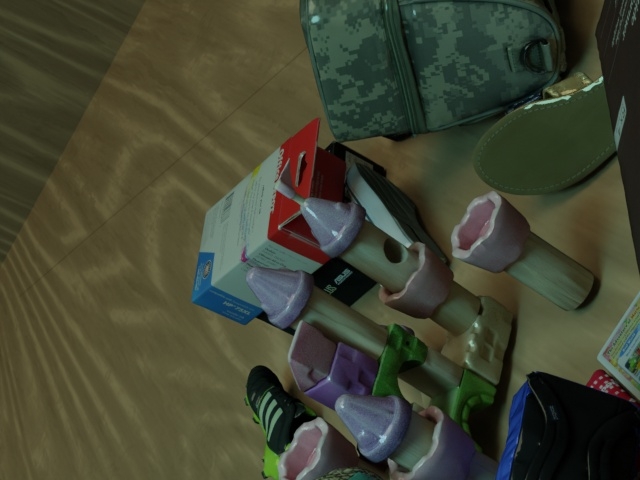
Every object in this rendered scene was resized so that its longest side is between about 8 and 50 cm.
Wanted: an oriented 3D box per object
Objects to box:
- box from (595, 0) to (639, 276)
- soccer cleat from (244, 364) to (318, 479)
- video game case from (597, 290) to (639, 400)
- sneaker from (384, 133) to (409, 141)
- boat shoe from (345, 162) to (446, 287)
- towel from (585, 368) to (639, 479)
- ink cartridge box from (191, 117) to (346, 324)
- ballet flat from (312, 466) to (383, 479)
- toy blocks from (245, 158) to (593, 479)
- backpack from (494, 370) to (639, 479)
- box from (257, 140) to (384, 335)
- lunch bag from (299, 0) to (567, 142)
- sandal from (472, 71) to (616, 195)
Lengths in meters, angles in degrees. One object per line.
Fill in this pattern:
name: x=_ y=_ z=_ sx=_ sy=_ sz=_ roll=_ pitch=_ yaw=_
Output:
box: x=0.296 y=-0.113 z=1.053 sx=0.381 sy=0.143 sz=0.191 roll=-89 pitch=4 yaw=-50
soccer cleat: x=-0.038 y=0.194 z=1.620 sx=0.072 sy=0.060 sz=0.179 roll=-43 pitch=35 yaw=19
video game case: x=0.290 y=0.058 z=1.135 sx=0.157 sy=0.019 sz=0.143 roll=-59 pitch=23 yaw=10
sneaker: x=0.110 y=-0.167 z=1.694 sx=0.161 sy=0.057 sz=0.075 roll=-19 pitch=54 yaw=61
boat shoe: x=0.061 y=-0.009 z=1.591 sx=0.076 sy=0.083 sz=0.226 roll=-54 pitch=25 yaw=15
towel: x=0.208 y=0.234 z=1.099 sx=0.199 sy=0.031 sz=0.275 roll=-56 pitch=24 yaw=12
ink cartridge box: x=-0.045 y=-0.019 z=1.629 sx=0.231 sy=0.078 sz=0.134 roll=-38 pitch=35 yaw=43
ballet flat: x=-0.013 y=0.383 z=1.183 sx=0.182 sy=0.164 sz=0.483 roll=-40 pitch=-32 yaw=-55
toy blocks: x=0.026 y=0.111 z=1.275 sx=0.309 sy=0.260 sz=0.289 roll=-34 pitch=30 yaw=50
backpack: x=0.177 y=0.176 z=1.080 sx=0.101 sy=0.098 sz=0.120 roll=101 pitch=-175 yaw=-59
box: x=0.000 y=0.000 z=1.714 sx=0.147 sy=0.077 sz=0.180 roll=-42 pitch=31 yaw=39
lunch bag: x=0.123 y=-0.262 z=1.565 sx=0.256 sy=0.212 sz=0.305 roll=-9 pitch=42 yaw=12
sandal: x=0.253 y=-0.120 z=1.362 sx=0.240 sy=0.088 sz=0.079 roll=-32 pitch=6 yaw=38
